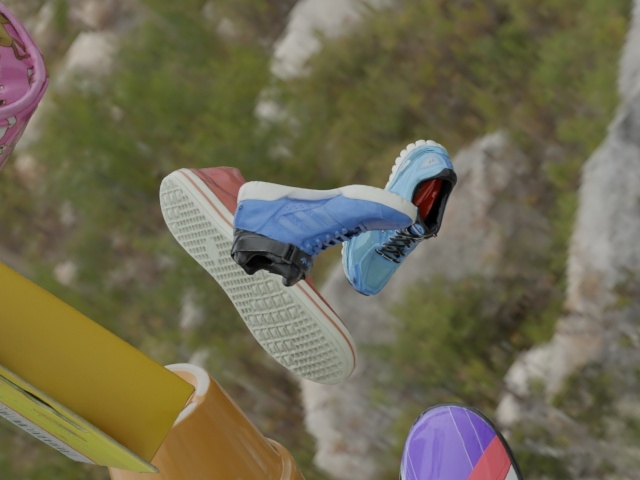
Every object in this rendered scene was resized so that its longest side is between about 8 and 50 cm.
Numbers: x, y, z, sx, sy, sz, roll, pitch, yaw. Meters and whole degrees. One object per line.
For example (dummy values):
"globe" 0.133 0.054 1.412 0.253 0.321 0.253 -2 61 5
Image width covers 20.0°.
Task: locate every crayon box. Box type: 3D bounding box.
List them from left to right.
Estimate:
"crayon box" -0.221 0.096 1.418 0.081 0.202 0.318 -58 13 -13

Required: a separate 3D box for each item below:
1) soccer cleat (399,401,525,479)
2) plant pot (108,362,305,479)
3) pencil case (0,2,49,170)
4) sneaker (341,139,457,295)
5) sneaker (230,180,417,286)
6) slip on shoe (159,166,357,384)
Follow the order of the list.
"soccer cleat" 0.093 0.279 1.336 0.109 0.116 0.318 -2 85 28
"plant pot" -0.135 0.239 1.892 0.205 0.188 0.205 -19 27 10
"pencil case" -0.386 -0.070 1.645 0.160 0.167 0.386 -53 3 -42
"sneaker" 0.076 -0.016 1.725 0.162 0.063 0.073 -61 29 14
"sneaker" 0.000 0.000 1.478 0.152 0.058 0.084 5 68 12
"slip on shoe" -0.054 0.027 2.011 0.331 0.101 0.123 48 143 33
